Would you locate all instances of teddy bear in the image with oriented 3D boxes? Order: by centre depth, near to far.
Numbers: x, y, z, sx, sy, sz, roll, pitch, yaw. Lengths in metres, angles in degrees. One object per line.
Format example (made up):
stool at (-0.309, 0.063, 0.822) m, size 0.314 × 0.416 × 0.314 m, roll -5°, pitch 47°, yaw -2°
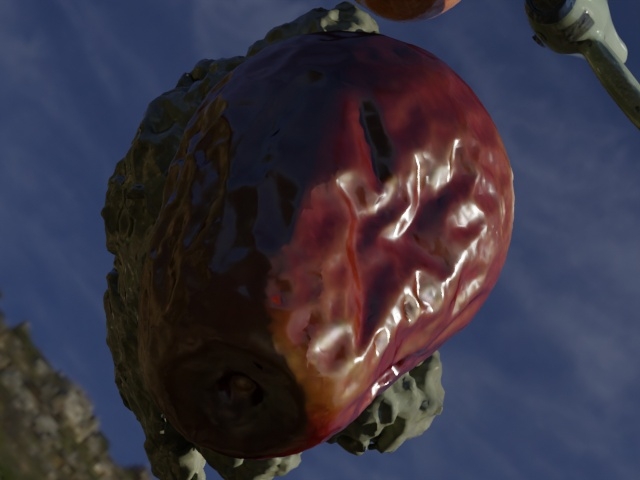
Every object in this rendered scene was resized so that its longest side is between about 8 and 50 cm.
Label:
teddy bear at (-0.068, 0.035, 1.211) m, size 0.367 × 0.225 × 0.357 m, roll 126°, pitch -40°, yaw -61°

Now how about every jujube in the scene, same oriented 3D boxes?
jujube at (0.000, 0.000, 0.802) m, size 0.190 × 0.255 × 0.190 m, roll 10°, pitch -52°, yaw 14°

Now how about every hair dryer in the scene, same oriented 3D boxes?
hair dryer at (0.249, -0.131, 1.244) m, size 0.067 × 0.167 × 0.199 m, roll -40°, pitch -103°, yaw 18°

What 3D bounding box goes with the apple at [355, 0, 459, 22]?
apple at (0.055, -0.285, 1.304) m, size 0.209 × 0.164 × 0.209 m, roll 29°, pitch -6°, yaw 3°
